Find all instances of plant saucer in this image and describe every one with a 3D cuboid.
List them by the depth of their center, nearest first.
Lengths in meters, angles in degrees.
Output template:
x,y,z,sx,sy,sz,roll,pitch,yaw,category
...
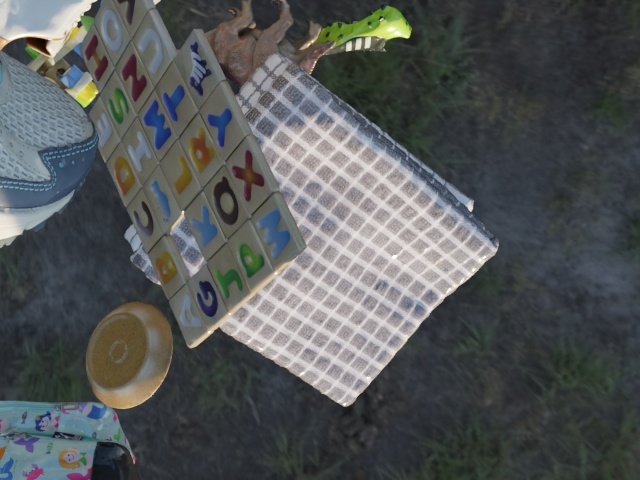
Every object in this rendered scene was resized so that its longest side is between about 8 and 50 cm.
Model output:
x,y,z,sx,sy,sz,roll,pitch,yaw,category
-0.150,0.085,0.914,0.083,0.083,0.015,-54,146,4,plant saucer

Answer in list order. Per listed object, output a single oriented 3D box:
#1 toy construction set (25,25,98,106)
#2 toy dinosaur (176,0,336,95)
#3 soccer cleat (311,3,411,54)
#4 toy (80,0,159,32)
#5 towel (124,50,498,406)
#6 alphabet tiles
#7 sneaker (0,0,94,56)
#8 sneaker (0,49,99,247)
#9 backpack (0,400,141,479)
x,y,z,sx,sy,sz,roll,pitch,yaw,category
-0.439,-0.195,1.798,0.151,0.327,0.215,38,70,-8,toy construction set
-0.111,-0.281,1.910,0.295,0.127,0.200,15,82,21,toy dinosaur
0.063,-0.325,1.931,0.072,0.179,0.060,37,55,-39,soccer cleat
-0.102,-0.244,0.960,0.237,0.137,0.056,-42,104,11,toy
0.000,0.000,1.103,0.283,0.121,0.235,36,96,-26,towel
-0.103,-0.062,0.830,0.009,0.198,0.237,-19,77,-33,alphabet tiles
-0.353,-0.324,1.636,0.290,0.106,0.123,-28,114,-25,sneaker
-0.167,-0.087,0.424,0.122,0.110,0.283,-45,146,14,sneaker
-0.330,0.293,1.370,0.253,0.191,0.225,-5,144,2,backpack
